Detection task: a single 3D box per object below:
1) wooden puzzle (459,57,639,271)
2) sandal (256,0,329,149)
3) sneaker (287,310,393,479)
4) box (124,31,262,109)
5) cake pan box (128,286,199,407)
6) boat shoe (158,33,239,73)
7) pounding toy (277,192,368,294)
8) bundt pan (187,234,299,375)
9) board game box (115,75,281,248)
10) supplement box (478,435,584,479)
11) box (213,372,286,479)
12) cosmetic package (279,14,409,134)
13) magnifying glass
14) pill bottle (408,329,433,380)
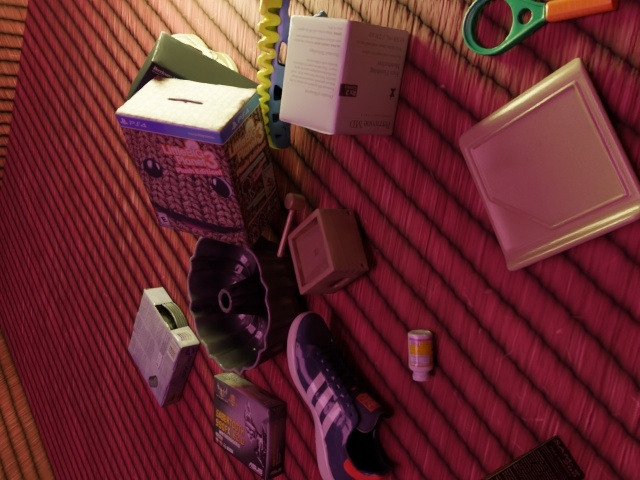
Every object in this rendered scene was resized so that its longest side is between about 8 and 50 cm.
[{"bbox_3d":[0.320,-0.100,0.886,0.221,0.044,0.238,-32,67,46],"label":"wooden puzzle"},{"bbox_3d":[-0.056,-0.330,1.217,0.126,0.138,0.317,-97,12,-63],"label":"sandal"},{"bbox_3d":[0.049,0.297,1.195,0.148,0.131,0.350,-21,85,41],"label":"sneaker"},{"bbox_3d":[-0.265,-0.297,1.344,0.184,0.261,0.103,-40,36,43],"label":"box"},{"bbox_3d":[-0.461,0.304,1.810,0.246,0.070,0.266,44,126,33],"label":"cake pan box"},{"bbox_3d":[-0.293,-0.418,1.497,0.285,0.089,0.104,40,123,38],"label":"boat shoe"},{"bbox_3d":[-0.006,-0.001,1.236,0.181,0.094,0.206,-40,56,49],"label":"pounding toy"},{"bbox_3d":[-0.165,0.126,1.404,0.331,0.124,0.330,10,104,47],"label":"bundt pan"},{"bbox_3d":[-0.230,-0.154,1.241,0.232,0.141,0.291,13,138,22],"label":"board game box"},{"bbox_3d":[0.250,0.365,0.875,0.073,0.239,0.130,59,134,23],"label":"supplement box"},{"bbox_3d":[-0.177,0.443,1.512,0.231,0.056,0.183,16,107,46],"label":"box"},{"bbox_3d":[0.039,-0.286,1.091,0.151,0.151,0.183,24,114,44],"label":"cosmetic package"},{"bbox_3d":[0.303,-0.319,0.886,0.231,0.026,0.092,7,100,50],"label":"magnifying glass"},{"bbox_3d":[0.175,0.200,1.087,0.043,0.043,0.083,5,99,48],"label":"pill bottle"}]
